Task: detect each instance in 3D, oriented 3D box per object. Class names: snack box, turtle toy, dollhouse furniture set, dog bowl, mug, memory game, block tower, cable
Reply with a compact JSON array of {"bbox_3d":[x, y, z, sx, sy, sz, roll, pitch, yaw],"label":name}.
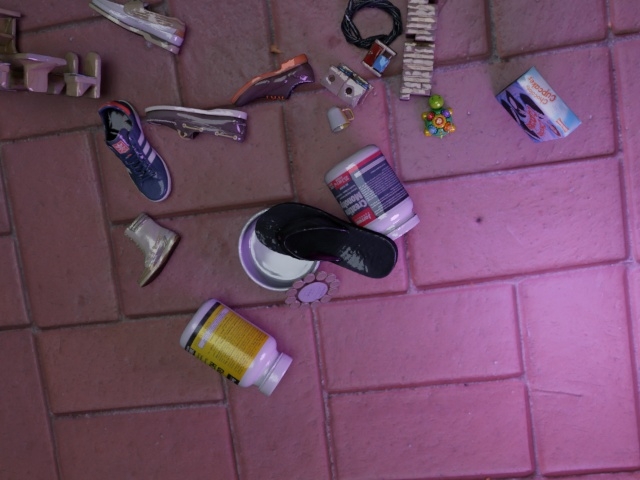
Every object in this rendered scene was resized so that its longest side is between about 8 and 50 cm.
[{"bbox_3d":[0.581,-0.359,1.635,0.060,0.322,0.187,-41,90,9],"label":"snack box"},{"bbox_3d":[0.351,-0.370,1.797,0.095,0.066,0.130,-9,96,9],"label":"turtle toy"},{"bbox_3d":[-0.928,-0.584,1.820,0.394,0.362,0.257,13,102,37],"label":"dollhouse furniture set"},{"bbox_3d":[-0.121,0.021,1.899,0.264,0.104,0.265,1,98,8],"label":"dog bowl"},{"bbox_3d":[0.056,-0.377,1.852,0.062,0.078,0.064,-30,83,43],"label":"mug"},{"bbox_3d":[0.112,-0.507,1.765,0.129,0.129,0.184,37,113,2],"label":"dollhouse furniture set"},{"bbox_3d":[-0.026,0.158,1.884,0.186,0.186,0.012,-33,51,11],"label":"memory game"},{"bbox_3d":[0.292,-0.581,1.765,0.097,0.091,0.336,7,99,8],"label":"block tower"},{"bbox_3d":[0.155,-0.646,1.799,0.184,0.047,0.151,22,100,4],"label":"cable"}]

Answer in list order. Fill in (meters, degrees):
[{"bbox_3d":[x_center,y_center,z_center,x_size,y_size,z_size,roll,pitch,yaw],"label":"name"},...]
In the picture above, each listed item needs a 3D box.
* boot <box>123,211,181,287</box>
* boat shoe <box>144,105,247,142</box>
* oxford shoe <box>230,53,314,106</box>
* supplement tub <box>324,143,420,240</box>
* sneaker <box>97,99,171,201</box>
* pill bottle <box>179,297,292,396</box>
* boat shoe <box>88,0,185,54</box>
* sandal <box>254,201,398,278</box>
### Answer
[{"bbox_3d":[-0.581,0.030,1.982,0.165,0.077,0.213,34,96,2],"label":"boot"},{"bbox_3d":[-0.393,-0.364,1.884,0.324,0.116,0.097,4,95,2],"label":"boat shoe"},{"bbox_3d":[-0.147,-0.466,1.845,0.271,0.097,0.098,-26,99,11],"label":"oxford shoe"},{"bbox_3d":[0.154,-0.129,1.795,0.191,0.191,0.272,-33,92,11],"label":"supplement tub"},{"bbox_3d":[-0.601,-0.279,1.906,0.131,0.148,0.350,-28,93,11],"label":"sneaker"},{"bbox_3d":[-0.265,0.347,1.921,0.334,0.188,0.188,33,101,3],"label":"pill bottle"},{"bbox_3d":[-0.563,-0.692,1.871,0.302,0.113,0.103,26,99,-7],"label":"boat shoe"},{"bbox_3d":[0.002,-0.002,1.736,0.445,0.107,0.168,14,109,19],"label":"sandal"}]
